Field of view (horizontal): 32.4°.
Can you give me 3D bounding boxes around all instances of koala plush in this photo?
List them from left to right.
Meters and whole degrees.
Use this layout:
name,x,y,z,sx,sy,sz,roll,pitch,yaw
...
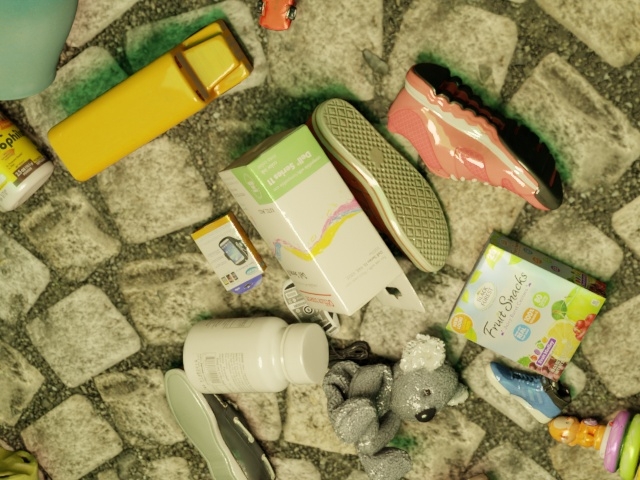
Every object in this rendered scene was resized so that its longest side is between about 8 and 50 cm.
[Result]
name,x,y,z,sx,sy,sz,roll,pitch,yaw
koala plush,0.134,0.259,1.867,0.221,0.203,0.196,-29,126,7

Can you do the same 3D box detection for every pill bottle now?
name,x,y,z,sx,sy,sz,roll,pitch,yaw
pill bottle,-0.572,-0.163,1.892,0.215,0.117,0.117,45,114,-7
pill bottle,-0.109,0.197,1.893,0.229,0.131,0.131,-5,110,27

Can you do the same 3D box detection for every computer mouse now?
name,x,y,z,sx,sy,sz,roll,pitch,yaw
computer mouse,0.001,0.136,1.914,0.106,0.042,0.193,-19,111,24

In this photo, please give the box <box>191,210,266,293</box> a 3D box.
name,x,y,z,sx,sy,sz,roll,pitch,yaw
box,-0.155,0.025,1.915,0.081,0.028,0.136,-27,105,21

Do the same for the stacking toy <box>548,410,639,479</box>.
name,x,y,z,sx,sy,sz,roll,pitch,yaw
stacking toy,0.527,0.346,1.827,0.301,0.175,0.166,16,119,22

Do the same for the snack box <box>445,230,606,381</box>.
name,x,y,z,sx,sy,sz,roll,pitch,yaw
snack box,0.336,0.108,1.807,0.207,0.070,0.175,25,115,5

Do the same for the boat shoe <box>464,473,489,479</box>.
name,x,y,z,sx,sy,sz,roll,pitch,yaw
boat shoe,0.177,0.505,1.982,0.324,0.116,0.097,-26,62,34

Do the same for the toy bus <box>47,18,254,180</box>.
name,x,y,z,sx,sy,sz,roll,pitch,yaw
toy bus,-0.275,-0.228,1.789,0.332,0.130,0.108,-28,102,21

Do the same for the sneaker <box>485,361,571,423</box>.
name,x,y,z,sx,sy,sz,roll,pitch,yaw
sneaker,0.356,0.238,1.856,0.152,0.058,0.084,40,120,-8

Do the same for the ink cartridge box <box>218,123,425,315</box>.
name,x,y,z,sx,sy,sz,roll,pitch,yaw
ink cartridge box,0.000,0.000,1.760,0.119,0.207,0.353,-37,100,-15

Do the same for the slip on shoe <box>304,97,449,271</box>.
name,x,y,z,sx,sy,sz,roll,pitch,yaw
slip on shoe,0.089,-0.082,1.780,0.331,0.123,0.101,48,141,-10

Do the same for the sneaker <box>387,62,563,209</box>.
name,x,y,z,sx,sy,sz,roll,pitch,yaw
sneaker,0.240,-0.140,1.728,0.314,0.116,0.136,40,124,4

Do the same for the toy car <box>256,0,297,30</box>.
name,x,y,z,sx,sy,sz,roll,pitch,yaw
toy car,-0.030,-0.466,1.683,0.224,0.053,0.239,-20,105,19

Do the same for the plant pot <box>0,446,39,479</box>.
name,x,y,z,sx,sy,sz,roll,pitch,yaw
plant pot,-0.644,0.545,2.125,0.276,0.276,0.254,7,100,11

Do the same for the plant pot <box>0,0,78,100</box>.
name,x,y,z,sx,sy,sz,roll,pitch,yaw
plant pot,-0.508,-0.371,1.730,0.271,0.272,0.255,17,127,7

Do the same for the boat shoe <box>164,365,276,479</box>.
name,x,y,z,sx,sy,sz,roll,pitch,yaw
boat shoe,-0.182,0.347,2.015,0.114,0.091,0.303,-6,114,47
